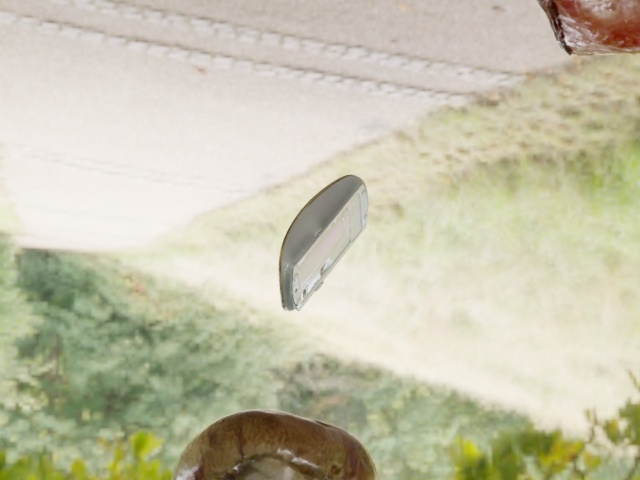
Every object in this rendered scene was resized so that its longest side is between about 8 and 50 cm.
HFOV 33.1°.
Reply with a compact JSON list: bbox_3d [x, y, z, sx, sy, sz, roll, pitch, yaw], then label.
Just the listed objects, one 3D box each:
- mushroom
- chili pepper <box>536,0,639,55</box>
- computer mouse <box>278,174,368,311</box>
[{"bbox_3d":[-0.062,0.327,1.310,0.267,0.267,0.254,-8,-157,21],"label":"mushroom"},{"bbox_3d":[0.366,-0.295,1.037,0.306,0.229,0.251,-1,161,21],"label":"chili pepper"},{"bbox_3d":[-0.002,0.000,1.297,0.045,0.199,0.102,18,138,24],"label":"computer mouse"}]
